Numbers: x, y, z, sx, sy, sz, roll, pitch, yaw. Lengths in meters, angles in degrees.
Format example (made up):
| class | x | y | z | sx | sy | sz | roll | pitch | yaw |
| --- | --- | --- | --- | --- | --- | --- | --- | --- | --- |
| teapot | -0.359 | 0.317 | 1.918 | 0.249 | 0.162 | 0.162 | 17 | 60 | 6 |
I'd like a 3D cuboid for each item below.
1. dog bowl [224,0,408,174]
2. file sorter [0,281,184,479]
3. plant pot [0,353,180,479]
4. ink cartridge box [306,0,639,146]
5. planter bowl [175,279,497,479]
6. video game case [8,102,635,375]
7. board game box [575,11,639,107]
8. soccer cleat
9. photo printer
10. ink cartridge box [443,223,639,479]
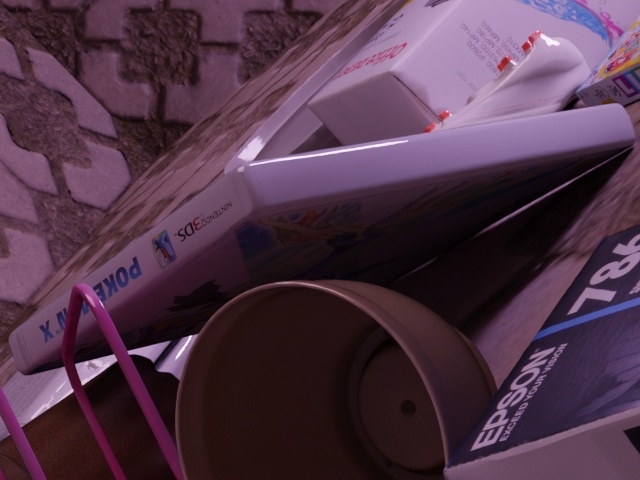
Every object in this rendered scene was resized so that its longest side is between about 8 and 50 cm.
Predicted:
| class | x | y | z | sx | sy | sz | roll | pitch | yaw |
| --- | --- | --- | --- | --- | --- | --- | --- | --- | --- |
| dog bowl | 0.035 | -0.113 | 1.702 | 0.349 | 0.102 | 0.349 | -42 | 11 | 10 |
| file sorter | -0.221 | 0.174 | 0.947 | 0.291 | 0.182 | 0.202 | -25 | -14 | -18 |
| plant pot | -0.154 | 0.174 | 1.173 | 0.165 | 0.167 | 0.167 | -41 | 8 | -26 |
| ink cartridge box | 0.159 | -0.185 | 1.438 | 0.306 | 0.131 | 0.226 | -46 | 11 | -15 |
| planter bowl | 0.024 | 0.092 | 0.861 | 0.162 | 0.162 | 0.109 | -37 | -14 | 35 |
| video game case | 0.000 | 0.000 | 1.140 | 0.329 | 0.036 | 0.300 | -11 | -14 | -40 |
| board game box | 0.255 | -0.147 | 1.205 | 0.103 | 0.026 | 0.154 | -49 | 11 | -27 |
| soccer cleat | 0.121 | -0.071 | 1.268 | 0.196 | 0.076 | 0.068 | -41 | -3 | 0 |
| photo printer | -0.227 | 0.162 | 1.605 | 0.256 | 0.107 | 0.307 | -51 | 13 | -28 |
| ink cartridge box | 0.161 | 0.035 | 0.640 | 0.333 | 0.065 | 0.165 | -30 | 14 | 46 |
